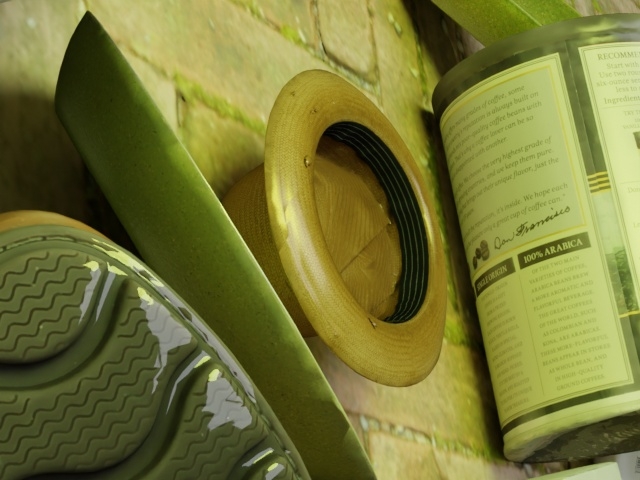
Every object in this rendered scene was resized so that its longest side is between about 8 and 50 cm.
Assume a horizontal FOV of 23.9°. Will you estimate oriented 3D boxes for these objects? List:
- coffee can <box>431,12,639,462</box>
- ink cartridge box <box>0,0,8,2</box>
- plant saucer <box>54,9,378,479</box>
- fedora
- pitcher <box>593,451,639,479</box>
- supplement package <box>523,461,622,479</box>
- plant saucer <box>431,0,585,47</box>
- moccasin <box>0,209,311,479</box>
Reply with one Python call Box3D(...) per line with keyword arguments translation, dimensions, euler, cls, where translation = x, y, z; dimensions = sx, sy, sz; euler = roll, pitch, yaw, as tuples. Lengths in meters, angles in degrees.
Box3D(translation=(0.203, 0.004, 1.093), dimensions=(0.201, 0.202, 0.275), euler=(21, 56, -58), cls="coffee can")
Box3D(translation=(-0.114, -0.308, 0.516), dimensions=(0.279, 0.160, 0.384), euler=(-104, -177, -61), cls="ink cartridge box")
Box3D(translation=(-0.053, 0.013, 0.661), dimensions=(0.241, 0.037, 0.241), euler=(57, -5, 8), cls="plant saucer")
Box3D(translation=(0.000, 0.000, 0.834), dimensions=(0.194, 0.079, 0.194), euler=(41, 39, -46), cls="fedora")
Box3D(translation=(0.293, 0.213, 1.245), dimensions=(0.207, 0.125, 0.177), euler=(25, 66, -70), cls="pitcher")
Box3D(translation=(0.144, 0.236, 0.930), dimensions=(0.105, 0.105, 0.179), euler=(5, 69, -61), cls="supplement package")
Box3D(translation=(0.132, -0.195, 1.193), dimensions=(0.188, 0.045, 0.188), euler=(44, 21, 16), cls="plant saucer")
Box3D(translation=(-0.050, 0.152, 0.570), dimensions=(0.139, 0.147, 0.380), euler=(-39, 121, -16), cls="moccasin")
